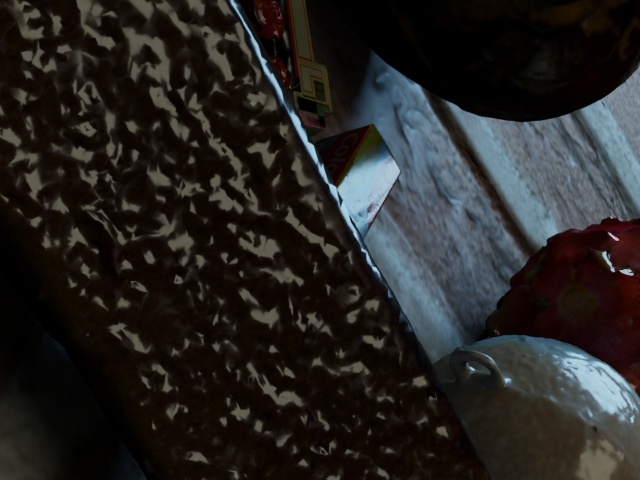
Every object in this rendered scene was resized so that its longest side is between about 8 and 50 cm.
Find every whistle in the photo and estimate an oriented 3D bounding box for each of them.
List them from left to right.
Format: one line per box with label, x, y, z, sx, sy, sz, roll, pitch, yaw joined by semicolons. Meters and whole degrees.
whistle;0.148;0.190;0.957;0.189;0.189;0.348;-62;141;-44

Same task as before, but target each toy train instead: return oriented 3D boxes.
toy train;-0.036;-0.129;0.885;0.087;0.050;0.138;5;75;-60

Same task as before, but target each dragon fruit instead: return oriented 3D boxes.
dragon fruit;0.240;0.094;1.089;0.210;0.205;0.268;-45;146;-17

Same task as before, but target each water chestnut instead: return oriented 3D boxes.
water chestnut;0.132;-0.225;0.971;0.244;0.289;0.289;-41;117;-25

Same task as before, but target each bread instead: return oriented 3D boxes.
bread;-0.073;-0.002;0.696;0.165;0.113;0.417;-35;114;-17

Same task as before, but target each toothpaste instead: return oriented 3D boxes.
toothpaste;0.000;0.000;0.877;0.044;0.070;0.193;58;39;-25
